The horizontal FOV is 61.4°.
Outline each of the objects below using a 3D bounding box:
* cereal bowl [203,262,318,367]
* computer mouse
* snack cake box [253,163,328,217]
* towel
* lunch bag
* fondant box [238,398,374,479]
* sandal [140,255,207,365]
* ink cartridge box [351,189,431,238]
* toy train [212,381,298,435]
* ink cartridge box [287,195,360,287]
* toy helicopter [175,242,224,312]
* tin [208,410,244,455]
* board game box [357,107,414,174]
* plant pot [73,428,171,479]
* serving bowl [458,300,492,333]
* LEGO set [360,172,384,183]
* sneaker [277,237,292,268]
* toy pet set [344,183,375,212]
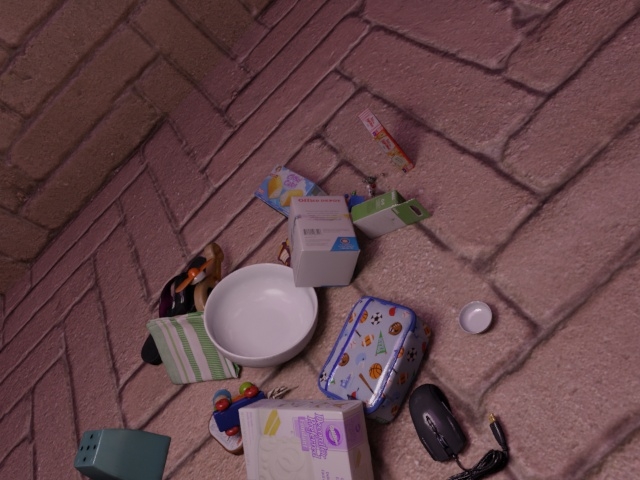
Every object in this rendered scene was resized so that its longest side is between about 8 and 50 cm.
[{"bbox_3d":[-0.170,0.240,1.625,0.339,0.141,0.339,-4,49,4],"label":"cereal bowl"},{"bbox_3d":[0.293,0.409,1.193,0.184,0.060,0.262,-36,43,17],"label":"computer mouse"},{"bbox_3d":[-0.110,-0.166,1.956,0.152,0.089,0.264,-54,41,-3],"label":"snack cake box"},{"bbox_3d":[-0.420,0.354,1.766,0.325,0.248,0.038,-15,10,34],"label":"towel"},{"bbox_3d":[0.127,0.301,1.384,0.243,0.115,0.303,14,70,49],"label":"lunch bag"},{"bbox_3d":[-0.039,0.516,1.308,0.330,0.096,0.238,-12,85,35],"label":"fondant box"},{"bbox_3d":[-0.551,0.250,2.027,0.167,0.107,0.446,10,68,45],"label":"sandal"},{"bbox_3d":[0.208,-0.084,1.595,0.209,0.109,0.062,-21,49,29],"label":"ink cartridge box"},{"bbox_3d":[-0.196,0.457,1.581,0.248,0.105,0.143,-21,14,-15],"label":"toy train"},{"bbox_3d":[0.000,0.000,1.628,0.171,0.168,0.233,0,47,-12],"label":"ink cartridge box"},{"bbox_3d":[-0.385,0.137,1.867,0.140,0.235,0.355,-28,43,18],"label":"toy helicopter"},{"bbox_3d":[-0.268,0.560,1.602,0.189,0.040,0.106,18,78,47],"label":"tin"},{"bbox_3d":[0.207,-0.312,1.700,0.045,0.193,0.147,-38,43,13],"label":"board game box"},{"bbox_3d":[-0.626,0.675,1.684,0.165,0.234,0.165,-17,51,31],"label":"plant pot"},{"bbox_3d":[0.378,0.190,1.303,0.083,0.027,0.083,-23,48,29],"label":"serving bowl"},{"bbox_3d":[0.172,-0.200,1.767,0.083,0.054,0.023,-15,88,34],"label":"LEGO set"},{"bbox_3d":[-0.100,0.069,1.798,0.084,0.069,0.185,-37,36,28],"label":"sneaker"},{"bbox_3d":[0.111,-0.140,1.756,0.122,0.065,0.114,-20,49,31],"label":"toy pet set"}]
